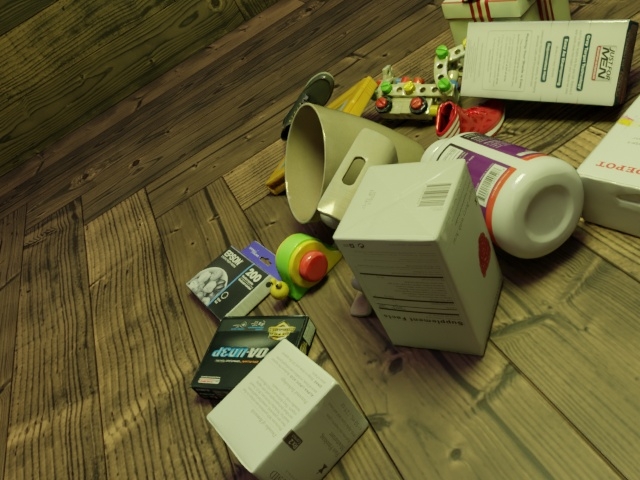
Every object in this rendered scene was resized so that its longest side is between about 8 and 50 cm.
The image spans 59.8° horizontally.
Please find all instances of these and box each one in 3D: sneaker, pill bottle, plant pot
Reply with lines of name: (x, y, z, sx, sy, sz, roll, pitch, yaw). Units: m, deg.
sneaker: (0.355, -0.294, 1.316, 0.087, 0.128, 0.221, 19, 60, 45)
pill bottle: (0.324, -0.102, 1.067, 0.181, 0.181, 0.323, -35, 30, -5)
sneaker: (-0.035, -0.382, 1.626, 0.222, 0.083, 0.118, -48, 19, 32)
plant pot: (0.088, -0.163, 1.240, 0.274, 0.256, 0.256, 0, 32, -21)

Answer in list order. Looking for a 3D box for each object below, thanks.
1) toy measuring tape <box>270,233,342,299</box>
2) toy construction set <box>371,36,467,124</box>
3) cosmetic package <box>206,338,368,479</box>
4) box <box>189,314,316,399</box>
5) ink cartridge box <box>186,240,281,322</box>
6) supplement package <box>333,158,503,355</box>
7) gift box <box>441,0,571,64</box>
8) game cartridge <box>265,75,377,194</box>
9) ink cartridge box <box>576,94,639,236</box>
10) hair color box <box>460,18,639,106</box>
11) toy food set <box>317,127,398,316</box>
toy measuring tape: (0.000, 0.000, 1.242, 0.330, 0.121, 0.121, -46, 40, -19)
toy construction set: (0.260, -0.420, 1.499, 0.327, 0.151, 0.215, 5, 75, 47)
cosmetic package: (-0.052, 0.298, 0.919, 0.183, 0.151, 0.151, -45, 40, -15)
box: (-0.133, 0.235, 1.122, 0.220, 0.051, 0.175, -4, 45, 29)
ink cartridge box: (-0.195, 0.088, 1.331, 0.208, 0.045, 0.206, -42, 39, -15)
supplement package: (0.179, 0.033, 0.939, 0.175, 0.293, 0.177, 1, 48, 34)
gift box: (0.509, -0.599, 1.444, 0.276, 0.258, 0.255, 15, 57, 44)
game cartridge: (0.003, -0.290, 1.521, 0.285, 0.052, 0.324, -24, 31, 51)
ink cartridge box: (0.630, -0.146, 0.970, 0.306, 0.131, 0.226, -46, 41, -16)
hair color box: (0.506, -0.404, 1.263, 0.347, 0.174, 0.105, 16, 22, 37)
toy food set: (0.080, -0.026, 1.072, 0.092, 0.306, 0.220, 11, 53, 24)
